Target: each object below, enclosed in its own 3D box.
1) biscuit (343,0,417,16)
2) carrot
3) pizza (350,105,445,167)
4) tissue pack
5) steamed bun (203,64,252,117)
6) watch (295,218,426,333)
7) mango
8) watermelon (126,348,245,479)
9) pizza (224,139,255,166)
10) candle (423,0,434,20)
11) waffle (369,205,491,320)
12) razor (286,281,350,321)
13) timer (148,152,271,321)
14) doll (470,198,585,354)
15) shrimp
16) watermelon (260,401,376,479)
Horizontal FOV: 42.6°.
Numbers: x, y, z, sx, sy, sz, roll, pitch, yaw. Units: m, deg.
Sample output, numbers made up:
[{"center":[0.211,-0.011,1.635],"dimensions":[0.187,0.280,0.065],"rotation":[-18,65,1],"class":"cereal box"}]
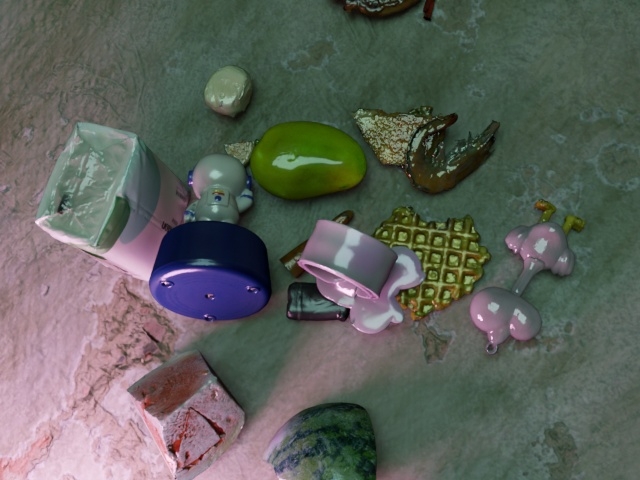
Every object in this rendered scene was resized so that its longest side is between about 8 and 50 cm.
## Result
[{"center":[0.131,-0.715,2.084],"dimensions":[0.289,0.081,0.334],"rotation":[-24,76,2],"class":"biscuit"},{"center":[0.000,0.000,1.922],"dimensions":[0.210,0.061,0.061],"rotation":[-41,72,-7],"class":"carrot"},{"center":[0.186,-0.245,1.950],"dimensions":[0.226,0.069,0.147],"rotation":[1,92,9],"class":"pizza"},{"center":[-0.457,-0.078,1.865],"dimensions":[0.194,0.356,0.266],"rotation":[16,79,14],"class":"tissue pack"},{"center":[-0.230,-0.370,2.045],"dimensions":[0.112,0.091,0.130],"rotation":[20,76,11],"class":"steamed bun"},{"center":[0.077,0.066,1.749],"dimensions":[0.248,0.217,0.211],"rotation":[24,81,20],"class":"watch"},{"center":[-0.031,-0.192,1.931],"dimensions":[0.273,0.149,0.185],"rotation":[-8,66,2],"class":"mango"},{"center":[-0.311,0.363,1.799],"dimensions":[0.213,0.201,0.261],"rotation":[-37,67,-10],"class":"watermelon"},{"center":[-0.202,-0.220,2.033],"dimensions":[0.078,0.025,0.083],"rotation":[29,79,12],"class":"pizza"},{"center":[0.284,-0.631,2.061],"dimensions":[0.026,0.021,0.167],"rotation":[12,77,13],"class":"candle"},{"center":[0.237,0.033,1.868],"dimensions":[0.291,0.051,0.291],"rotation":[-2,76,9],"class":"waffle"},{"center":[-0.004,0.141,1.879],"dimensions":[0.148,0.054,0.090],"rotation":[2,72,5],"class":"razor"},{"center":[-0.238,-0.035,1.898],"dimensions":[0.270,0.270,0.383],"rotation":[-4,59,9],"class":"timer"},{"center":[0.448,0.085,1.793],"dimensions":[0.160,0.094,0.365],"rotation":[29,82,9],"class":"doll"},{"center":[0.296,-0.218,1.895],"dimensions":[0.253,0.058,0.173],"rotation":[-44,106,-4],"class":"shrimp"},{"center":[-0.002,0.451,1.747],"dimensions":[0.260,0.256,0.176],"rotation":[12,121,6],"class":"watermelon"}]
